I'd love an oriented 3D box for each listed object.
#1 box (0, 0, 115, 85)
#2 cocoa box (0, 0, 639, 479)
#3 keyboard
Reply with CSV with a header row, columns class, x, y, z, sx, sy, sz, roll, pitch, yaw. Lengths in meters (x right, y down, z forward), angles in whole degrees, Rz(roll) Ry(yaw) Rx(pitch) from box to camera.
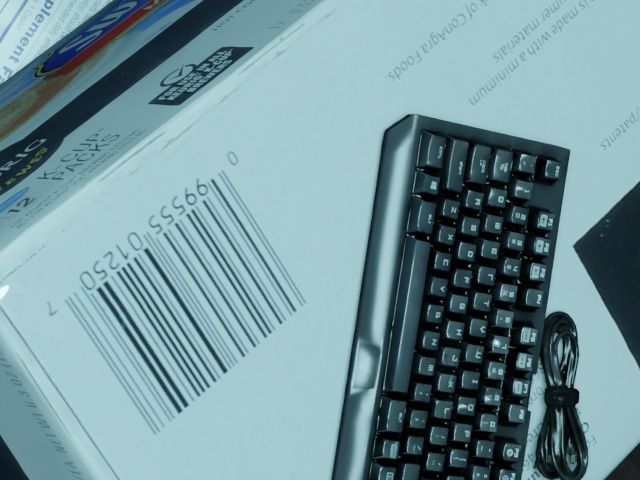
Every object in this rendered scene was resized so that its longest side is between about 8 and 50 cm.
class,x,y,z,sx,sy,sz,roll,pitch,yaw
box,-0.179,-0.093,0.909,0.137,0.072,0.126,34,82,-13
cocoa box,0.000,0.000,0.828,0.347,0.228,0.231,-41,112,-25
keyboard,0.059,0.052,0.718,0.108,0.023,0.180,11,87,-33
